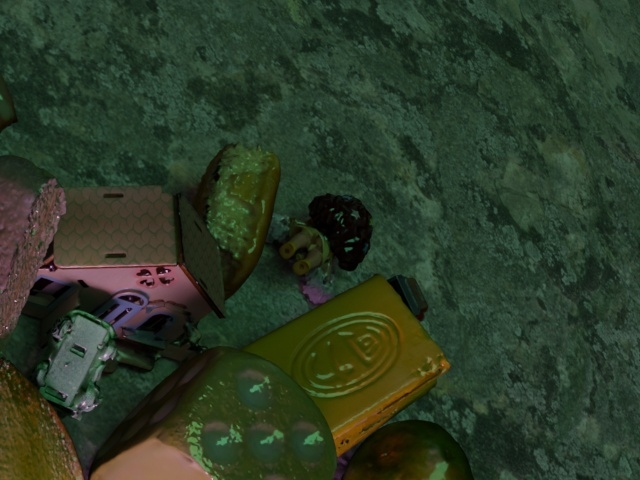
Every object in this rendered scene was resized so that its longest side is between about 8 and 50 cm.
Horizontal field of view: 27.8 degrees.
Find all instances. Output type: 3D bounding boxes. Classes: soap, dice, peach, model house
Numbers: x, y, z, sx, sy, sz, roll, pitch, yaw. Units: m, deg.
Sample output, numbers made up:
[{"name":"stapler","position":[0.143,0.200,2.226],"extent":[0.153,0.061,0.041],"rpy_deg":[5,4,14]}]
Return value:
[{"name":"soap","position":[0.025,0.199,1.941],"extent":[0.324,0.096,0.204],"rpy_deg":[-28,70,-35]},{"name":"dice","position":[-0.139,0.294,1.688],"extent":[0.233,0.238,0.227],"rpy_deg":[47,41,-11]},{"name":"peach","position":[-0.370,0.282,1.562],"extent":[0.189,0.068,0.279],"rpy_deg":[-5,80,-67]},{"name":"model house","position":[-0.245,0.052,1.747],"extent":[0.326,0.244,0.169],"rpy_deg":[22,45,-34]}]

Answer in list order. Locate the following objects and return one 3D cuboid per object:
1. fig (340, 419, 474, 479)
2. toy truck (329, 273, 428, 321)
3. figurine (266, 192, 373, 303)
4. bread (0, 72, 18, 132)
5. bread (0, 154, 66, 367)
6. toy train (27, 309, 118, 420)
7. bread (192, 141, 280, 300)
[{"name":"fig","position":[0.155,0.408,1.978],"extent":[0.275,0.206,0.206],"rpy_deg":[55,34,-34]},{"name":"toy truck","position":[0.097,0.114,2.164],"extent":[0.192,0.092,0.083],"rpy_deg":[-9,70,-48]},{"name":"figurine","position":[0.001,-0.001,2.128],"extent":[0.175,0.115,0.240],"rpy_deg":[55,40,0]},{"name":"bread","position":[-0.579,-0.240,1.710],"extent":[0.295,0.114,0.328],"rpy_deg":[-17,77,-48]},{"name":"bread","position":[-0.444,0.050,1.584],"extent":[0.102,0.183,0.337],"rpy_deg":[59,48,-71]},{"name":"toy train","position":[-0.327,0.165,1.666],"extent":[0.099,0.081,0.149],"rpy_deg":[28,74,-28]},{"name":"bread","position":[-0.140,-0.028,1.970],"extent":[0.121,0.174,0.246],"rpy_deg":[18,48,-11]}]
